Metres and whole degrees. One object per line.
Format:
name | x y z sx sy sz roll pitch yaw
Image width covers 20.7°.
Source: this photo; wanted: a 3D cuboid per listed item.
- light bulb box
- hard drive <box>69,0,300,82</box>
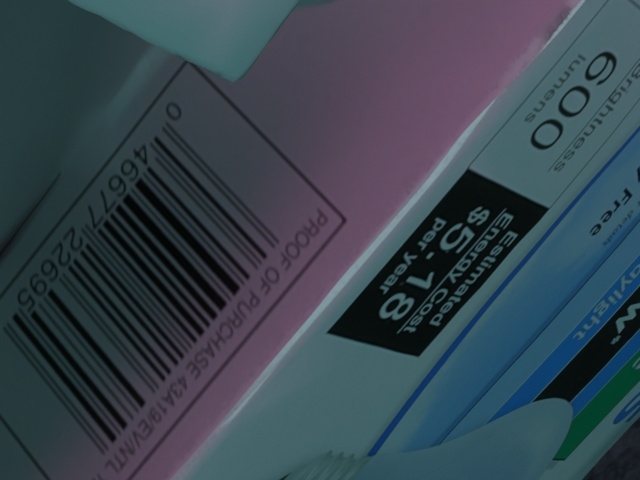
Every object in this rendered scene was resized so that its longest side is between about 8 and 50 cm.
light bulb box | 0.000 0.000 0.739 0.358 0.225 0.361 -50 152 13
hard drive | -0.007 -0.197 0.361 0.203 0.040 0.307 25 112 -38
